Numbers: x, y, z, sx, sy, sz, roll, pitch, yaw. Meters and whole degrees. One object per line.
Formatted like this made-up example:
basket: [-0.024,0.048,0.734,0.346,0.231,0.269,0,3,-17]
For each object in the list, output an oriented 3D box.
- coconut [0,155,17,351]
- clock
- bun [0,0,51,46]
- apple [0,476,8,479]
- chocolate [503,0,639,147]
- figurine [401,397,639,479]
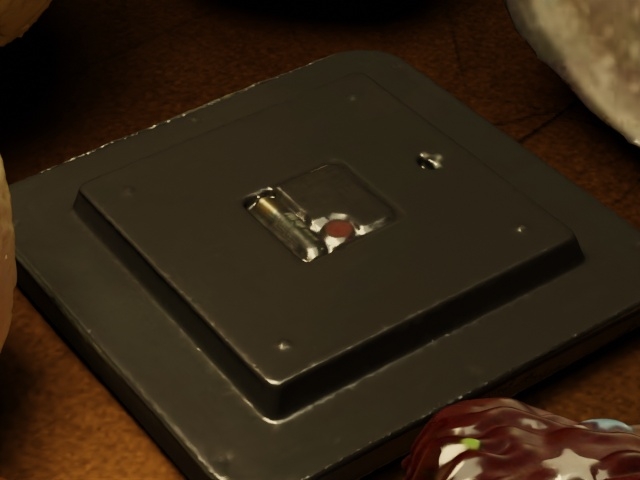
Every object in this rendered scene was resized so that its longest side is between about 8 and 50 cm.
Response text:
coconut: [-0.258,-0.002,0.695,0.259,0.259,0.259,-1,40,1]
clock: [0.000,-0.001,0.832,0.273,0.049,0.279,-25,45,-26]
bun: [-0.285,-0.189,0.924,0.349,0.227,0.352,-6,39,32]
apple: [-0.145,0.175,0.492,0.230,0.230,0.230,-1,40,1]
chocolate: [0.275,-0.196,0.896,0.303,0.303,0.213,30,29,32]
figurine: [0.047,0.131,0.618,0.240,0.115,0.174,-8,39,-6]
